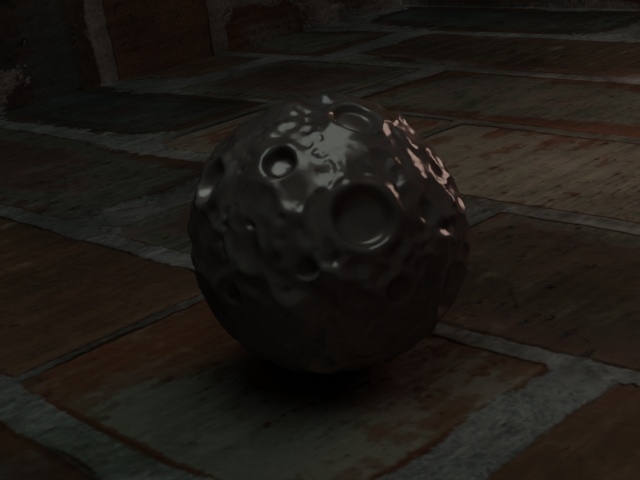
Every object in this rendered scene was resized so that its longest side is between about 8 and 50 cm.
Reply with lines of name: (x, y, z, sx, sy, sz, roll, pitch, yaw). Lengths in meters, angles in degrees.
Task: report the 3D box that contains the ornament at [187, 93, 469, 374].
ornament: (0.000, 0.000, 1.043, 0.225, 0.259, 0.259, -31, 26, -16)
